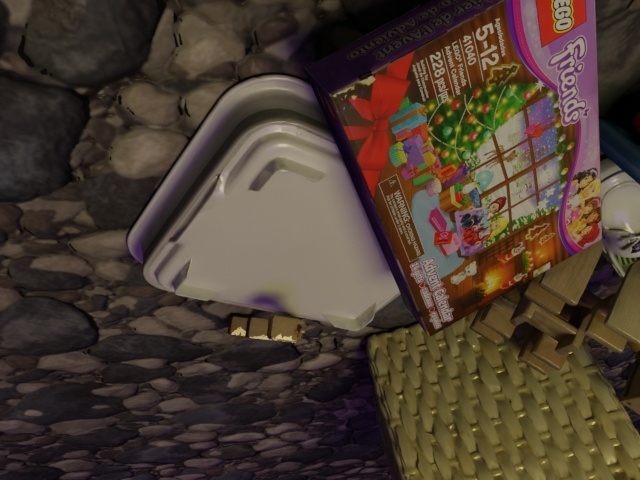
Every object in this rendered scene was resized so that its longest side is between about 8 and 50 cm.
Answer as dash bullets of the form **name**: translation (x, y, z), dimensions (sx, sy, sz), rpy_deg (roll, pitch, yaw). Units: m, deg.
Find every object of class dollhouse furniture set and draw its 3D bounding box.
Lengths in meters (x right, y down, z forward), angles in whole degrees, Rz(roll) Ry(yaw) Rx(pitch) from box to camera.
- **dollhouse furniture set**: translation (0.348, 0.078, 0.712), dimensions (0.242, 0.161, 0.212), rpy_deg (32, 158, 6)

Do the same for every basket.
- **basket**: translation (0.257, 0.298, 0.873), dimensions (0.328, 0.331, 0.266), rpy_deg (-15, 142, 2)

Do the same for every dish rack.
- **dish rack**: translation (0.000, 0.000, 0.605), dimensions (0.333, 0.072, 0.285), rpy_deg (17, 135, -34)

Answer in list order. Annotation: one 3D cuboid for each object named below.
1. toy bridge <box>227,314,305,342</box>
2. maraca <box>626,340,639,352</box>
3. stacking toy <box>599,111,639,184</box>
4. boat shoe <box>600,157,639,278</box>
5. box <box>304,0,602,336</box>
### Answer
- **toy bridge**: translation (-0.054, 0.104, 0.678), dimensions (0.063, 0.026, 0.188), rpy_deg (11, 169, -22)
- **maraca**: translation (0.565, 0.150, 0.976), dimensions (0.127, 0.099, 0.186), rpy_deg (-9, 170, 7)
- **stacking toy**: translation (0.406, -0.152, 0.492), dimensions (0.175, 0.166, 0.302), rpy_deg (15, 121, -25)
- **boat shoe**: translation (0.372, -0.017, 0.697), dimensions (0.083, 0.076, 0.226), rpy_deg (-29, 142, 20)
- **box**: translation (0.133, -0.062, 0.494), dimensions (0.201, 0.057, 0.293), rpy_deg (-30, 133, -1)
